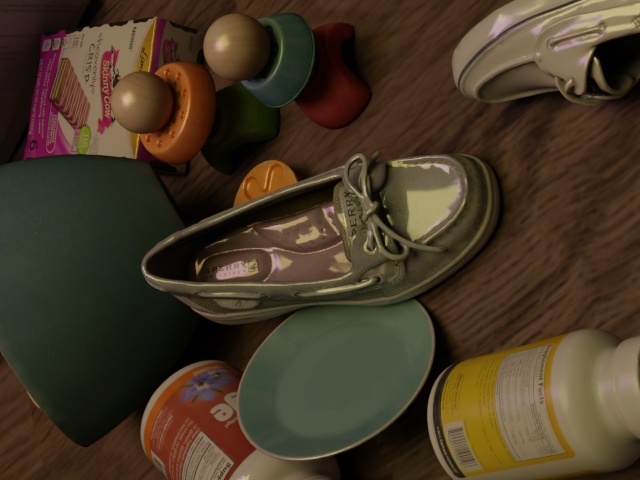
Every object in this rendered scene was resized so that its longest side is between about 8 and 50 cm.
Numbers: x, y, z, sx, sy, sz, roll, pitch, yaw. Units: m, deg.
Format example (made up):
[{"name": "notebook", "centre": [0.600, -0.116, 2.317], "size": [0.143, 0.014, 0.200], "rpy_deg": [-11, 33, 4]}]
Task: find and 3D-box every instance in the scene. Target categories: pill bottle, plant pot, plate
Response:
[{"name": "pill bottle", "centre": [-0.059, 0.205, 1.227], "size": [0.216, 0.121, 0.121], "rpy_deg": [35, 107, 45]}, {"name": "plant pot", "centre": [-0.219, 0.028, 1.361], "size": [0.195, 0.290, 0.290], "rpy_deg": [-31, 52, -3]}, {"name": "pill bottle", "centre": [0.175, 0.122, 1.004], "size": [0.184, 0.103, 0.103], "rpy_deg": [-20, 67, 43]}, {"name": "plate", "centre": [0.015, 0.116, 1.181], "size": [0.188, 0.024, 0.188], "rpy_deg": [-21, 38, 17]}]

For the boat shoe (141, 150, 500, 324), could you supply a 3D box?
[{"name": "boat shoe", "centre": [-0.001, -0.002, 1.188], "size": [0.320, 0.103, 0.118], "rpy_deg": [-14, 72, 27]}]

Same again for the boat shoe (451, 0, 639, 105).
[{"name": "boat shoe", "centre": [0.204, -0.146, 1.034], "size": [0.258, 0.095, 0.084], "rpy_deg": [-25, 60, 43]}]

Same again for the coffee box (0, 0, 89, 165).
[{"name": "coffee box", "centre": [-0.551, -0.257, 1.636], "size": [0.334, 0.337, 0.338], "rpy_deg": [48, 122, 24]}]

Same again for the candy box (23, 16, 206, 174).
[{"name": "candy box", "centre": [-0.233, -0.155, 1.529], "size": [0.233, 0.071, 0.159], "rpy_deg": [2, 83, 47]}]

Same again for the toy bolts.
[{"name": "toy bolts", "centre": [-0.077, -0.109, 1.284], "size": [0.228, 0.158, 0.218], "rpy_deg": [-40, 55, 35]}]

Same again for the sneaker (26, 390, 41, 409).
[{"name": "sneaker", "centre": [-0.298, 0.107, 1.555], "size": [0.067, 0.064, 0.175], "rpy_deg": [-7, 80, 36]}]
